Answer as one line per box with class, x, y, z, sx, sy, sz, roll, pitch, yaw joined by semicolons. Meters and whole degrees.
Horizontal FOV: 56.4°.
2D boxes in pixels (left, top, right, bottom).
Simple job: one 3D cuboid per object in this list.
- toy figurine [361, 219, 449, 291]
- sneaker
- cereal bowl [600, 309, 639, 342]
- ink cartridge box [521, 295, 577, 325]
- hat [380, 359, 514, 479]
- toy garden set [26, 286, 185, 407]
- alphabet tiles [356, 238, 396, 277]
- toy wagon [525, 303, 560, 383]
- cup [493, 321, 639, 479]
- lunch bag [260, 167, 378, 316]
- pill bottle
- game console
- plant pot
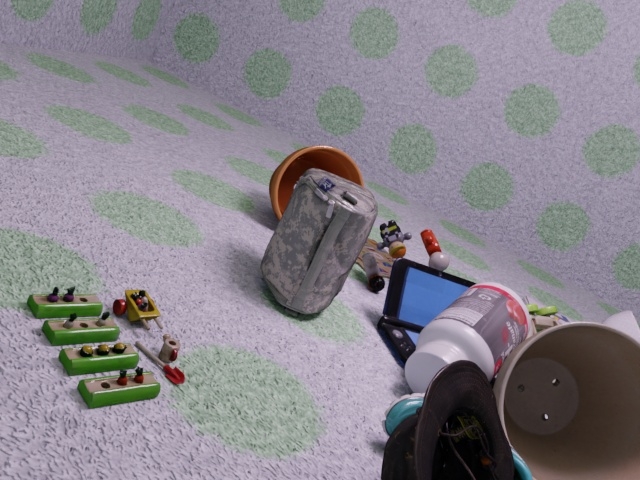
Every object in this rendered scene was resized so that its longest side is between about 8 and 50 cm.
toy figurine;0.236;0.066;1.705;0.210;0.213;0.148;15;37;-25
sneaker;0.239;0.346;1.022;0.275;0.107;0.110;25;-2;-6
cereal bowl;0.857;0.375;1.675;0.339;0.141;0.339;50;29;-42
ink cartridge box;0.668;0.286;1.780;0.212;0.154;0.093;29;19;3
hat;0.166;0.342;0.869;0.134;0.331;0.331;-12;-8;36
toy garden set;-0.309;0.146;0.934;0.204;0.049;0.244;5;27;-50
alphabet tiles;0.132;0.030;1.978;0.285;0.011;0.342;13;22;-36
toy wagon;0.571;0.298;1.533;0.344;0.068;0.267;11;60;-44
cup;0.490;0.330;1.213;0.331;0.331;0.237;28;-7;2
lunch bag;0.000;0.000;1.379;0.213;0.305;0.256;24;16;-9
pill bottle;0.321;0.229;1.311;0.176;0.176;0.318;35;39;24
game console;0.307;0.202;1.465;0.293;0.173;0.250;18;19;-25
plant pot;-0.038;-0.154;1.862;0.291;0.290;0.203;18;3;-26
